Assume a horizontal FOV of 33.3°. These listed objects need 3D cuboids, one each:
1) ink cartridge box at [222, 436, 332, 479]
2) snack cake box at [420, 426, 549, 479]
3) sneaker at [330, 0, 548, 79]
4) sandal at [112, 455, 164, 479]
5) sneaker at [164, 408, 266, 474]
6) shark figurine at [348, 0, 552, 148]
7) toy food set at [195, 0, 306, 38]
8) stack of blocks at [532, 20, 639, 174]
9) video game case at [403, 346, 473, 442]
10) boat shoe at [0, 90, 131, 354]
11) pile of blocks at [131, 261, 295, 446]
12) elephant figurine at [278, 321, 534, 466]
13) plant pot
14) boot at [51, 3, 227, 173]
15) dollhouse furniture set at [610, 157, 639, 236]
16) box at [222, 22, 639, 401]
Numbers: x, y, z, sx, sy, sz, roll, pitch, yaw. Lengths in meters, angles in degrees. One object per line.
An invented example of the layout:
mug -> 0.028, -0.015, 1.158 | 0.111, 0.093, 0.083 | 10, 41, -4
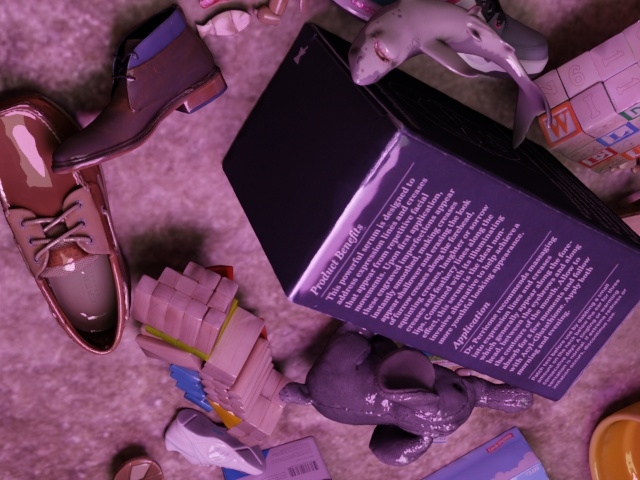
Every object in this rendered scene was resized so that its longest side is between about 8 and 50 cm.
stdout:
ink cartridge box -> -0.044, 0.374, 1.467 | 0.139, 0.191, 0.082 | -15, 125, -10
snack cake box -> 0.231, 0.424, 1.662 | 0.264, 0.089, 0.152 | -30, 127, 0
sneaker -> 0.162, -0.299, 1.166 | 0.295, 0.124, 0.178 | 16, 124, -26
sandal -> -0.248, 0.345, 1.469 | 0.072, 0.049, 0.180 | -8, 138, -8
sneaker -> -0.144, 0.284, 1.463 | 0.152, 0.054, 0.061 | 31, 118, -20
shark figurine -> 0.124, -0.197, 1.124 | 0.278, 0.166, 0.116 | 11, 158, -35
toy food set -> -0.079, -0.266, 1.158 | 0.122, 0.019, 0.078 | -10, 124, -5
stack of blocks -> 0.410, -0.193, 1.233 | 0.297, 0.087, 0.171 | -29, 157, 28
video game case -> 0.153, 0.227, 1.555 | 0.119, 0.015, 0.166 | 4, 120, -21
boat shoe -> -0.279, -0.009, 1.184 | 0.122, 0.120, 0.324 | -22, 126, -6
pile of blocks -> -0.129, 0.124, 1.342 | 0.113, 0.149, 0.362 | -62, 153, -30
elephant figurine -> 0.112, 0.198, 1.365 | 0.186, 0.239, 0.169 | -57, 143, -6
plant pot -> 0.591, 0.345, 1.664 | 0.239, 0.254, 0.254 | -20, 127, -27
boot -> -0.207, -0.159, 1.125 | 0.219, 0.082, 0.106 | -37, 119, -28
dollhouse furniture set -> 0.366, -0.057, 1.427 | 0.181, 0.101, 0.161 | -12, 100, -12
box -> 0.131, -0.030, 1.213 | 0.395, 0.293, 0.212 | 23, 110, -30
